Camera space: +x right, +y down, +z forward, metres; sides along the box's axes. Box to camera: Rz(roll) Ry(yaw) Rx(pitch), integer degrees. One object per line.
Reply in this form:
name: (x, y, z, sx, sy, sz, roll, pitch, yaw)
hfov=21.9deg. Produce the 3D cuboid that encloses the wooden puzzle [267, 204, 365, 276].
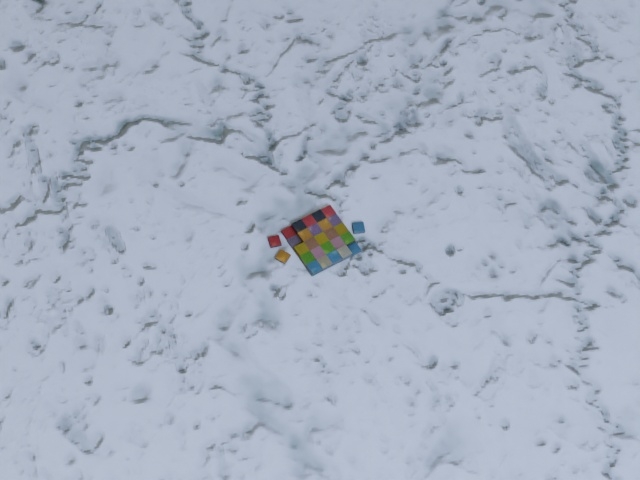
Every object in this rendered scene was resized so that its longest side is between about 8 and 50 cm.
wooden puzzle: (0.000, 0.000, 1.376, 0.083, 0.006, 0.049, -27, 67, -21)
